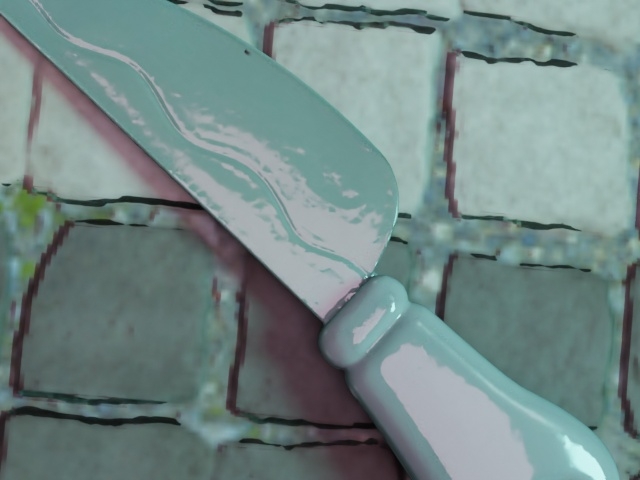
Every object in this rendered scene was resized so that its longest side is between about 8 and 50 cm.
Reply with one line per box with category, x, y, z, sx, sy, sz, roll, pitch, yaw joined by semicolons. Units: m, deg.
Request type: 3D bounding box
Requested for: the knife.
knife;0.002;-0.001;0.736;0.080;0.044;0.331;-41;91;-9
